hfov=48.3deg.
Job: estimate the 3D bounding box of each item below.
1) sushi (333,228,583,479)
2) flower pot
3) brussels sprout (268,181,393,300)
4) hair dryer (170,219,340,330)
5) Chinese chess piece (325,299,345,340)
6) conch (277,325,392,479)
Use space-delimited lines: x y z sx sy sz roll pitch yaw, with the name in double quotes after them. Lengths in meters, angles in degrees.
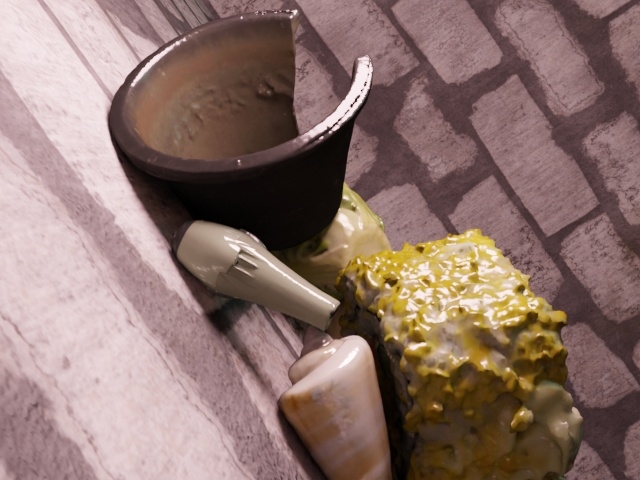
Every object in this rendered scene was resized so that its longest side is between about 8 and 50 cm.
0.176 0.210 0.979 0.351 0.240 0.396 -125 -153 -64 "sushi"
-0.102 -0.138 1.070 0.251 0.379 0.379 77 -11 -47 "flower pot"
0.000 0.000 1.226 0.271 0.219 0.210 21 -25 51 "brussels sprout"
-0.065 0.063 0.936 0.219 0.088 0.225 25 -11 28 "hair dryer"
0.142 0.162 1.280 0.273 0.273 0.102 39 44 -63 "Chinese chess piece"
0.015 0.233 0.885 0.158 0.127 0.255 127 -46 -70 "conch"
